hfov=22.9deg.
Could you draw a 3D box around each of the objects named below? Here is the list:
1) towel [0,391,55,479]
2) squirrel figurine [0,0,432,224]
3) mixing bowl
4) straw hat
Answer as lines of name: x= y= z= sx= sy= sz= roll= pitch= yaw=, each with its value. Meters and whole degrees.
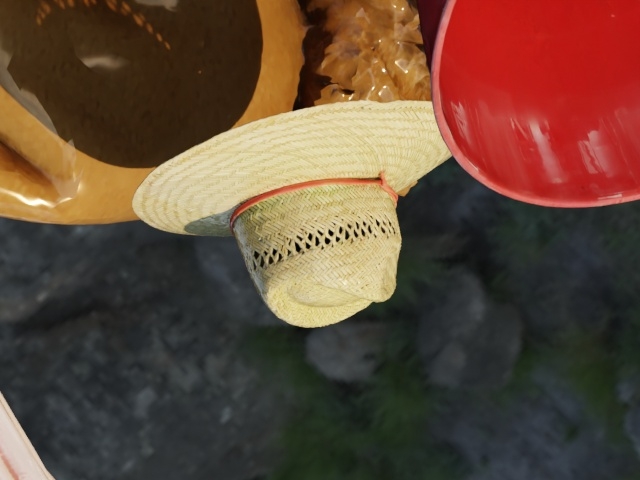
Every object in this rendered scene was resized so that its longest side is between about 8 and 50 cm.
towel: x=-0.199 y=0.089 z=0.547 sx=0.332 sy=0.053 sz=0.317 roll=-19 pitch=105 yaw=49
squirrel figurine: x=-0.063 y=-0.203 z=0.772 sx=0.397 sy=0.371 sz=0.281 roll=12 pitch=-169 yaw=-14
mixing bowl: x=0.098 y=-0.107 z=0.493 sx=0.181 sy=0.181 sz=0.098 roll=87 pitch=160 yaw=-51
straw hat: x=0.000 y=0.000 z=0.611 sx=0.144 sy=0.144 sz=0.061 roll=132 pitch=124 yaw=-63
